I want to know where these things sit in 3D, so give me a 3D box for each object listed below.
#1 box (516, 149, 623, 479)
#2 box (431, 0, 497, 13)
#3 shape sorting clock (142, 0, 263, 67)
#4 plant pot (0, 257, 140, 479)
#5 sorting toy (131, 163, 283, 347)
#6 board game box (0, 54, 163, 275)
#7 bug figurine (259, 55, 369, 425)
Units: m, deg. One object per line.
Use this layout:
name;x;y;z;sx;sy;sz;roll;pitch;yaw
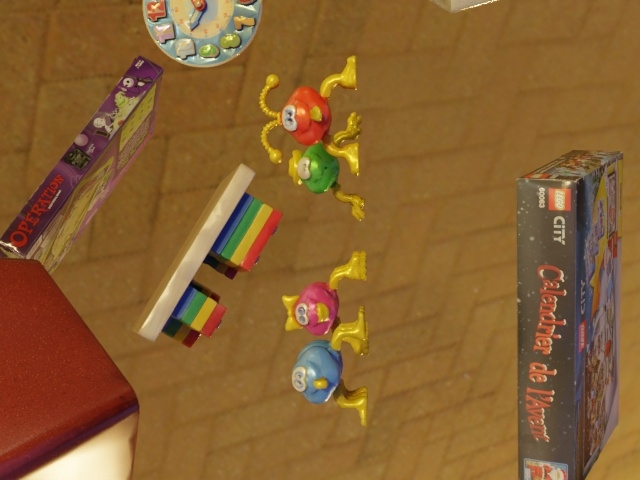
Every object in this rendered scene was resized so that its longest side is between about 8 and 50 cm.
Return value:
box;0.193;0.056;0.825;0.159;0.044;0.233;-23;113;-60
box;0.221;-0.293;0.875;0.311;0.148;0.121;-17;115;-6
shape sorting clock;-0.198;-0.394;1.803;0.206;0.206;0.040;-56;174;13
plant pot;-0.293;0.165;0.860;0.236;0.267;0.267;-21;143;-32
sorting toy;-0.155;0.038;1.502;0.257;0.089;0.255;-60;-171;-9
board game box;-0.339;-0.082;1.539;0.347;0.056;0.208;-60;176;-27
bug figurine;0.000;0.000;0.862;0.216;0.072;0.279;-19;107;-86
